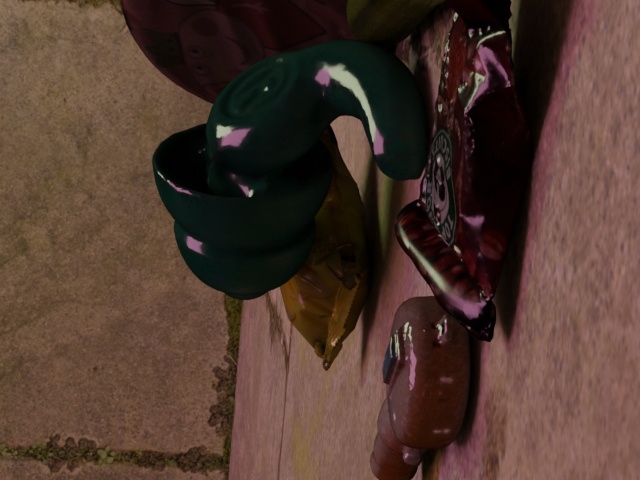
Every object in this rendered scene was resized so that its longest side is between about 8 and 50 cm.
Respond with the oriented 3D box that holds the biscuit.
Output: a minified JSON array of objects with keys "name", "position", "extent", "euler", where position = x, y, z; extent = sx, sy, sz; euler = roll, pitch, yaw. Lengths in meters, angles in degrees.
[{"name":"biscuit","position":[0.091,-0.071,0.910],"extent":[0.151,0.063,0.235],"euler":[-100,13,-64]}]

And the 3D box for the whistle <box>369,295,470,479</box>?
[{"name":"whistle","position":[0.066,0.114,1.046],"extent":[0.220,0.057,0.107],"euler":[101,169,-56]}]

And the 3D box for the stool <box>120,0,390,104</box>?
[{"name":"stool","position":[-0.049,-0.267,1.446],"extent":[0.272,0.272,0.178],"euler":[105,180,-56]}]

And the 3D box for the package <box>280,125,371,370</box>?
[{"name":"package","position":[0.000,0.000,1.457],"extent":[0.168,0.090,0.226],"euler":[99,163,-49]}]

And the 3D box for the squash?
[{"name":"squash","position":[0.065,-0.205,1.204],"extent":[0.229,0.066,0.066],"euler":[169,104,-81]}]

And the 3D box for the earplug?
[{"name":"earplug","position":[-0.027,-0.057,1.304],"extent":[0.164,0.257,0.280],"euler":[-55,-20,-54]}]
